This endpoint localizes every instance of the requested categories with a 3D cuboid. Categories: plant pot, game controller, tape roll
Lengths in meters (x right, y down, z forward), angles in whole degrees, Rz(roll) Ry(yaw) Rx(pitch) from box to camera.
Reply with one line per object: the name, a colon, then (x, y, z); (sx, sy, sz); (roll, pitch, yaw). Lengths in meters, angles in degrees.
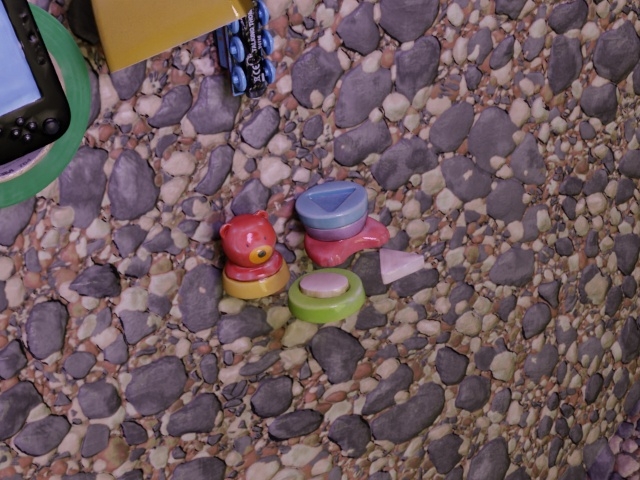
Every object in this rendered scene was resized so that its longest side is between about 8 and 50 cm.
plant pot: (-0.236, -0.382, 1.885); (0.212, 0.212, 0.187); (-22, 103, 6)
game controller: (-0.466, -0.257, 1.777); (0.166, 0.067, 0.319); (-32, 124, -23)
tape roll: (-0.496, -0.205, 1.870); (0.321, 0.077, 0.321); (-14, 116, -31)

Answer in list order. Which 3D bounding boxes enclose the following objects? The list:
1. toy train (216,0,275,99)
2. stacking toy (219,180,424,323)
toy train: (-0.126, -0.322, 2.079); (0.080, 0.105, 0.184); (-18, 118, -23)
stacking toy: (0.000, 0.000, 2.199); (0.309, 0.279, 0.130); (-30, 125, -29)
